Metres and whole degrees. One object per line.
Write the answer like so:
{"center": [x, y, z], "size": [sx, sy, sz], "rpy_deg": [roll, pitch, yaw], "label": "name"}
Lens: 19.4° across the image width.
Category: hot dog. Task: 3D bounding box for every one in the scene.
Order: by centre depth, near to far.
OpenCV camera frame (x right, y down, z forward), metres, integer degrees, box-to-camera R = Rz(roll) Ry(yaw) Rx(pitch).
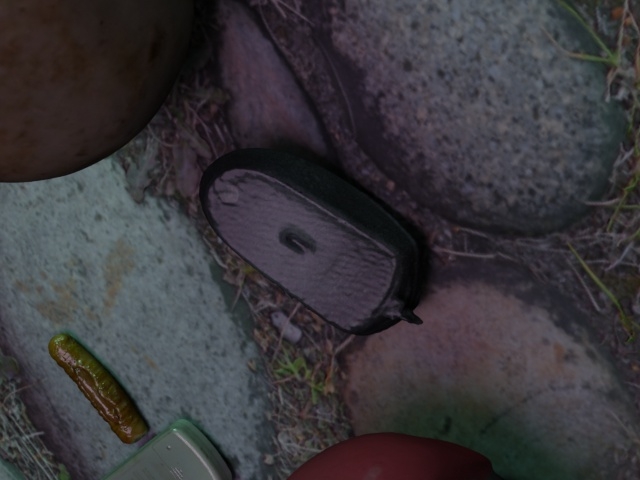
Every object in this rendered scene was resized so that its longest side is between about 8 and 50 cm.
{"center": [-0.226, 0.149, 1.893], "size": [0.044, 0.028, 0.137], "rpy_deg": [-38, 89, 35], "label": "hot dog"}

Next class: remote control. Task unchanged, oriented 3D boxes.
{"center": [-0.165, 0.251, 1.903], "size": [0.087, 0.029, 0.190], "rpy_deg": [50, 132, 1], "label": "remote control"}

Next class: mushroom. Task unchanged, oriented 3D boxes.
{"center": [-0.261, -0.209, 1.586], "size": [0.290, 0.297, 0.298], "rpy_deg": [-113, 34, -42], "label": "mushroom"}

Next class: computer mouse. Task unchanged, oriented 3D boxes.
{"center": [0.000, -0.003, 1.623], "size": [0.229, 0.068, 0.113], "rpy_deg": [35, 118, 1], "label": "computer mouse"}

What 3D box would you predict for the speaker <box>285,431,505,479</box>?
{"center": [0.071, 0.304, 1.610], "size": [0.294, 0.294, 0.294], "rpy_deg": [17, 123, 27], "label": "speaker"}
